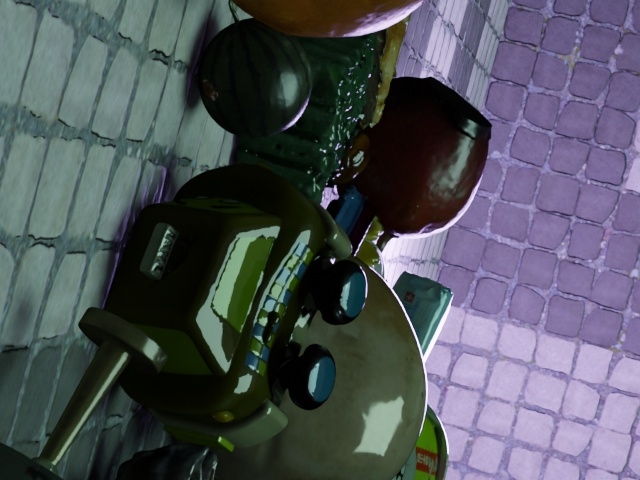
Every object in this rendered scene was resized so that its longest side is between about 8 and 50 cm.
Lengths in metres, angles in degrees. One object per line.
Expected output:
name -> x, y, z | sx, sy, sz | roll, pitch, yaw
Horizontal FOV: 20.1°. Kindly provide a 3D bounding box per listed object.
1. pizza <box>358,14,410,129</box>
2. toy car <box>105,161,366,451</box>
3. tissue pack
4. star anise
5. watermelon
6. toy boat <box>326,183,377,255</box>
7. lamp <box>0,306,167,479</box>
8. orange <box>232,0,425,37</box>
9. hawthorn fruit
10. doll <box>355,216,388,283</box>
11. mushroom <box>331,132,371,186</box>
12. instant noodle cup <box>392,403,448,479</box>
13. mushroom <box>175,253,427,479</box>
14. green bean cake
pizza -> 0.059, -0.235, 2.249 | 0.154, 0.069, 0.194 | -32, 134, -73
toy car -> -0.095, 0.041, 1.607 | 0.198, 0.204, 0.248 | 47, 58, -52
tissue pack -> 0.084, 0.181, 2.433 | 0.263, 0.089, 0.177 | -62, 173, -13
star anise -> -0.175, 0.291, 1.686 | 0.236, 0.109, 0.223 | -36, 135, -47
watermelon -> -0.063, -0.160, 1.647 | 0.105, 0.105, 0.133 | -57, 137, -59
toy boat -> 0.000, 0.000, 2.218 | 0.100, 0.097, 0.223 | -64, 178, 35
lamp -> -0.193, 0.159, 1.326 | 0.215, 0.121, 0.121 | -59, 165, -18
orange -> 0.017, -0.306, 1.509 | 0.284, 0.226, 0.284 | 19, 90, -74
hawthorn fruit -> 0.121, -0.098, 2.425 | 0.215, 0.215, 0.250 | -15, 118, -78
doll -> 0.030, 0.082, 2.429 | 0.296, 0.117, 0.141 | 93, -2, -53
mushroom -> 0.023, -0.114, 2.251 | 0.088, 0.073, 0.129 | -29, 147, -13
instant noodle cup -> -0.011, 0.266, 2.145 | 0.308, 0.294, 0.294 | 41, 64, -71
mushroom -> -0.049, 0.144, 1.878 | 0.290, 0.292, 0.292 | -30, -145, 57
green bean cake -> -0.013, -0.131, 1.927 | 0.208, 0.107, 0.193 | -57, 159, -64
